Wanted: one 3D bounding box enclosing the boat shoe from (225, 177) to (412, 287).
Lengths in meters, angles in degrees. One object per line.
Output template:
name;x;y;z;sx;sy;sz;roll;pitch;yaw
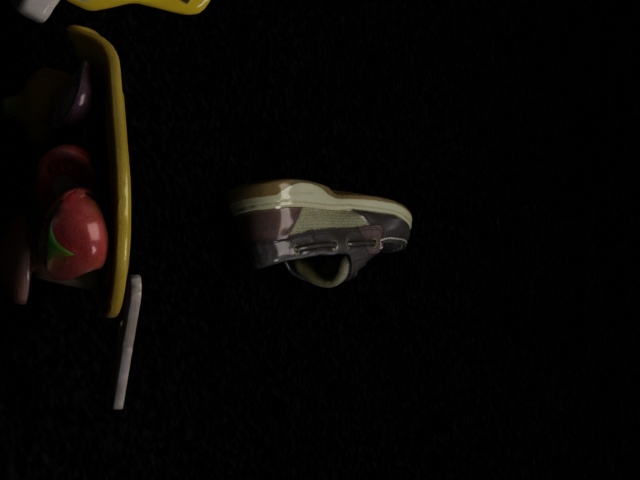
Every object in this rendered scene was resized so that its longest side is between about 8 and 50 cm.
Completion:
boat shoe;0.001;0.000;1.514;0.223;0.080;0.073;12;75;-60

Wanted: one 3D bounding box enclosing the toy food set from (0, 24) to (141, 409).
toy food set;-0.151;-0.024;1.142;0.128;0.071;0.218;110;-24;-56

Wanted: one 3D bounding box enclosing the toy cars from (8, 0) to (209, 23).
toy cars;-0.196;-0.185;1.070;0.087;0.176;0.393;-60;156;6
